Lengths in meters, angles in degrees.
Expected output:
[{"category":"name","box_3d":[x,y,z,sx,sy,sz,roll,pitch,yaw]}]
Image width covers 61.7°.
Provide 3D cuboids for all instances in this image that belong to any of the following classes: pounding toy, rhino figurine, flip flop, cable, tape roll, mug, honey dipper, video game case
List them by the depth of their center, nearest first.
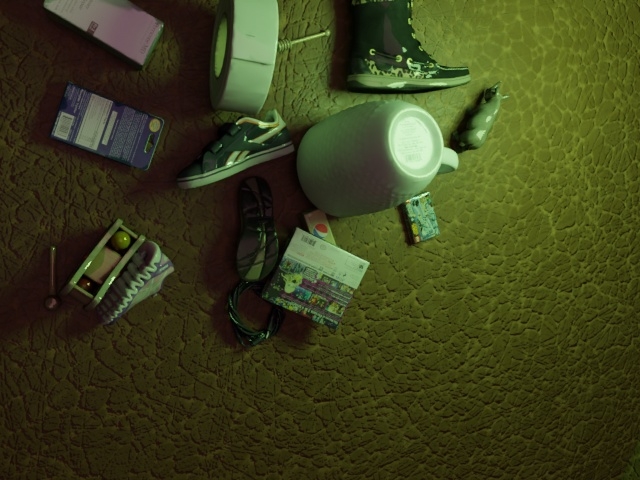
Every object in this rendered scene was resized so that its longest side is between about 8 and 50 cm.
[{"category":"pounding toy","box_3d":[-0.545,0.056,1.224,0.154,0.154,0.270,40,81,-21]},{"category":"tape roll","box_3d":[-0.184,-0.439,1.235,0.100,0.286,0.287,4,95,-22]},{"category":"mug","box_3d":[0.176,-0.207,1.360,0.373,0.328,0.277,2,85,-30]},{"category":"flip flop","box_3d":[-0.174,-0.029,1.408,0.112,0.080,0.277,-1,82,-17]},{"category":"honey dipper","box_3d":[-0.044,-0.531,1.417,0.160,0.030,0.031,-22,104,-21]},{"category":"video game case","box_3d":[-0.014,0.103,1.442,0.232,0.042,0.210,25,93,-16]},{"category":"cable","box_3d":[-0.173,0.188,1.445,0.150,0.047,0.185,-20,103,-18]},{"category":"rhino figurine","box_3d":[0.486,-0.373,1.603,0.073,0.106,0.243,32,85,-22]}]

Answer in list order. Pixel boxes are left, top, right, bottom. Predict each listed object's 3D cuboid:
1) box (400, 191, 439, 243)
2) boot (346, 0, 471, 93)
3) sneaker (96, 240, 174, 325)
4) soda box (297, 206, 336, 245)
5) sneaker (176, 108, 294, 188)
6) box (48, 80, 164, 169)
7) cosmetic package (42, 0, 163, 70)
[{"category":"box","box_3d":[0.299,-0.068,1.609,0.093,0.027,0.137,-21,104,-19]},{"category":"boot","box_3d":[0.244,-0.554,1.475,0.377,0.138,0.285,-6,99,-15]},{"category":"sneaker","box_3d":[-0.446,0.118,1.310,0.236,0.095,0.104,-50,143,1]},{"category":"soda box","box_3d":[0.000,0.000,1.484,0.061,0.058,0.182,-24,104,-17]},{"category":"sneaker","box_3d":[-0.224,-0.231,1.333,0.321,0.126,0.128,-27,110,-27]},{"category":"box","box_3d":[-0.500,-0.264,1.265,0.225,0.036,0.137,20,90,-21]},{"category":"cosmetic package","box_3d":[-0.487,-0.502,1.216,0.231,0.085,0.118,27,87,-21]}]
